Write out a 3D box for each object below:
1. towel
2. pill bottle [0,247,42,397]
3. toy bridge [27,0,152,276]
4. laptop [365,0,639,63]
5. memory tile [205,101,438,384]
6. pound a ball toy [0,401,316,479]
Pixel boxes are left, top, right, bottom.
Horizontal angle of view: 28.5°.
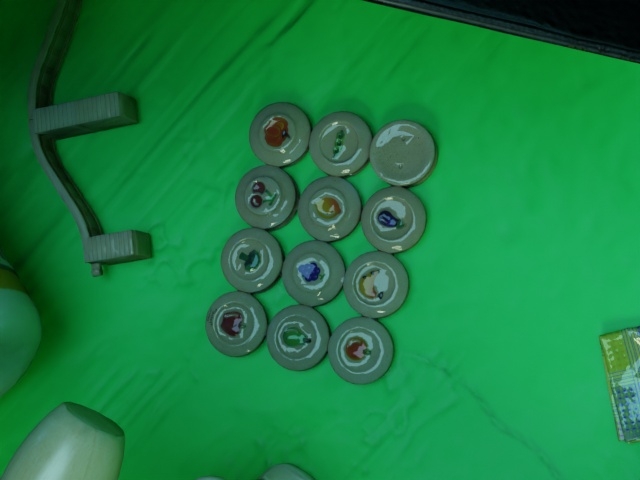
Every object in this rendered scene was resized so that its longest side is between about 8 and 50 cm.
[{"bbox_3d":[0.186,0.067,0.632,0.083,0.009,0.060,-12,81,15],"label":"towel"},{"bbox_3d":[-0.289,-0.019,0.706,0.162,0.162,0.278,-38,75,9],"label":"pill bottle"},{"bbox_3d":[-0.139,-0.072,0.739,0.063,0.026,0.188,-9,81,18],"label":"toy bridge"},{"bbox_3d":[-0.074,-0.192,0.638,0.408,0.236,0.382,-28,39,36],"label":"laptop"},{"bbox_3d":[0.000,0.000,0.695,0.113,0.012,0.148,12,86,17],"label":"memory tile"},{"bbox_3d":[-0.008,0.222,0.567,0.319,0.208,0.136,40,95,17],"label":"pound a ball toy"}]
